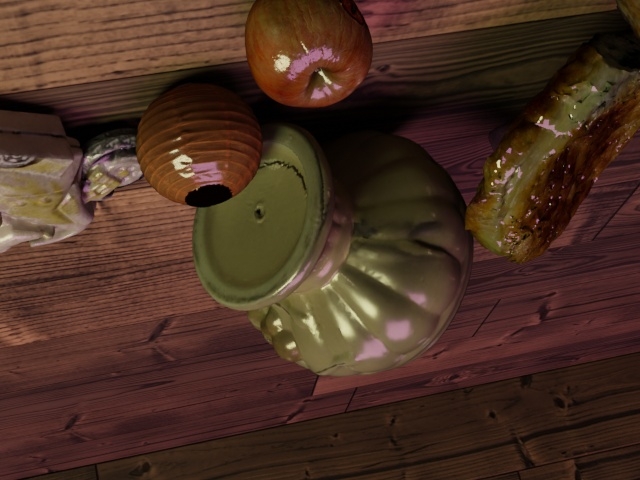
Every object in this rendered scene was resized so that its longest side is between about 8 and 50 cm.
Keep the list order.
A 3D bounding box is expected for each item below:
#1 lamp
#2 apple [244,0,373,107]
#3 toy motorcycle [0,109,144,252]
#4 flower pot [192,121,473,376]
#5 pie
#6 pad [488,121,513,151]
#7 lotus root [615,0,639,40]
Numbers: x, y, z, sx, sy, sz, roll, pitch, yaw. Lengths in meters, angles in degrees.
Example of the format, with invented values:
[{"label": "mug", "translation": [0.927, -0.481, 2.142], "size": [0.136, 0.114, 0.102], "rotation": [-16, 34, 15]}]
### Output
[{"label": "lamp", "translation": [-0.129, -0.103, 1.064], "size": [0.136, 0.136, 0.136], "rotation": [-12, 158, -5]}, {"label": "apple", "translation": [-0.013, -0.189, 0.961], "size": [0.126, 0.102, 0.126], "rotation": [-15, 154, -8]}, {"label": "toy motorcycle", "translation": [-0.353, -0.055, 1.073], "size": [0.340, 0.108, 0.223], "rotation": [-2, 150, -44]}, {"label": "flower pot", "translation": [0.000, 0.000, 1.172], "size": [0.307, 0.308, 0.244], "rotation": [-29, 146, 33]}, {"label": "pie", "translation": [0.283, -0.105, 1.165], "size": [0.354, 0.103, 0.288], "rotation": [-21, 145, -59]}, {"label": "pad", "translation": [0.270, -0.086, 1.436], "size": [0.323, 0.055, 0.250], "rotation": [-36, 155, 6]}, {"label": "lotus root", "translation": [0.409, -0.287, 0.902], "size": [0.314, 0.210, 0.142], "rotation": [-43, 158, 28]}]
